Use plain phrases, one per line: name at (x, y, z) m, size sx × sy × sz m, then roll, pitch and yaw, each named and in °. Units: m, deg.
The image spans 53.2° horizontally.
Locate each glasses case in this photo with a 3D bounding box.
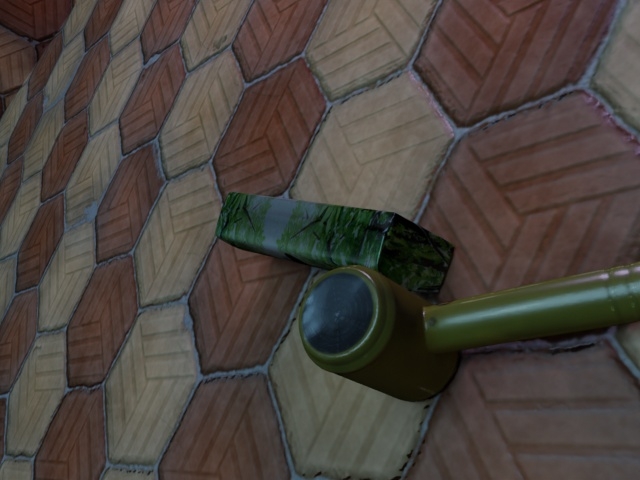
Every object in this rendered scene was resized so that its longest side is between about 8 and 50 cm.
glasses case at (0.000, 0.000, 0.671) m, size 0.272 × 0.095 × 0.062 m, roll 11°, pitch 80°, yaw 51°

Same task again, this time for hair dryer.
hair dryer at (0.128, 0.055, 0.486) m, size 0.279 × 0.135 × 0.090 m, roll -16°, pitch 59°, yaw 30°
